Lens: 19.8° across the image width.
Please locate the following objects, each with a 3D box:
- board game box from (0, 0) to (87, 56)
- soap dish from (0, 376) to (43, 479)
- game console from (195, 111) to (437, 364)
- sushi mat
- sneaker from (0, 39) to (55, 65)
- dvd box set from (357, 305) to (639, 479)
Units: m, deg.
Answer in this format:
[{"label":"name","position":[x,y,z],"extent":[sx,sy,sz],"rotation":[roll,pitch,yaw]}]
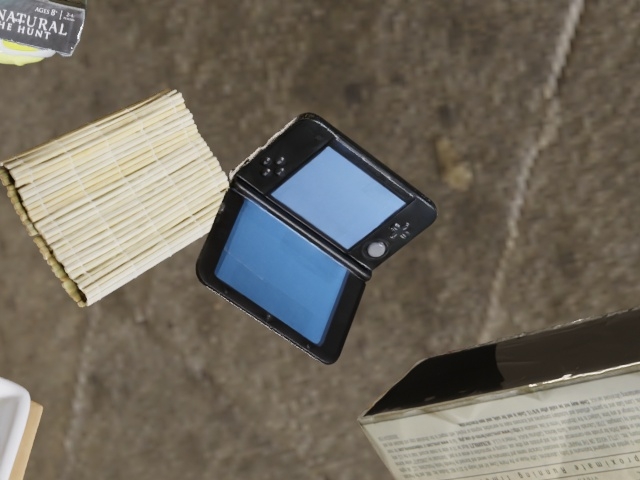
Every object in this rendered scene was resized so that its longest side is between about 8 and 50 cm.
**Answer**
[{"label":"board game box","position":[-0.206,-0.133,0.891],"extent":[0.126,0.186,0.026],"rotation":[-113,37,-72]},{"label":"soap dish","position":[-0.361,0.209,1.436],"extent":[0.291,0.229,0.118],"rotation":[-82,14,-52]},{"label":"game console","position":[0.000,0.000,1.134],"extent":[0.107,0.122,0.071],"rotation":[-38,34,26]},{"label":"sushi mat","position":[-0.183,-0.049,1.754],"extent":[0.019,0.316,0.151],"rotation":[-30,93,30]},{"label":"sneaker","position":[-0.233,-0.187,1.155],"extent":[0.240,0.126,0.091],"rotation":[-109,9,-54]},{"label":"dvd box set","position":[0.228,0.217,0.837],"extent":[0.420,0.062,0.307],"rotation":[56,146,-9]}]
